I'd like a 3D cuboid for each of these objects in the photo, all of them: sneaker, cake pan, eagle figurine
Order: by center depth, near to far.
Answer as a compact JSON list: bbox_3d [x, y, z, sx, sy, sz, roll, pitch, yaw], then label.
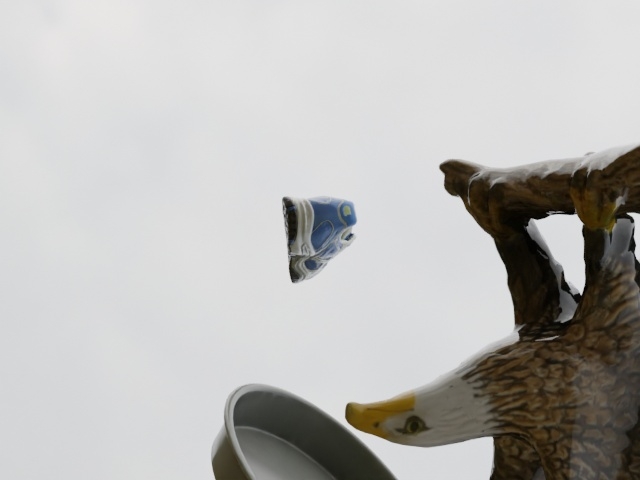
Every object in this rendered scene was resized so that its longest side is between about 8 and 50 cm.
[{"bbox_3d":[0.115,0.105,0.768,0.225,0.226,0.298,-3,-90,13],"label":"eagle figurine"},{"bbox_3d":[0.001,0.271,1.644,0.054,0.293,0.293,-48,-108,17],"label":"cake pan"},{"bbox_3d":[0.000,0.000,1.835,0.211,0.081,0.080,95,-12,-79],"label":"sneaker"}]
